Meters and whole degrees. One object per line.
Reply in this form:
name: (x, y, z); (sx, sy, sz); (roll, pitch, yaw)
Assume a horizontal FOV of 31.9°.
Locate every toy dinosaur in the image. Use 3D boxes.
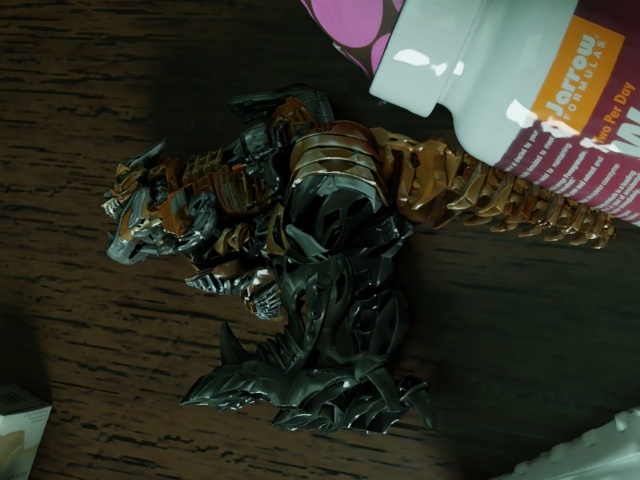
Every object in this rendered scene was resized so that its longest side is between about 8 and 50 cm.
toy dinosaur: (0.000, 0.000, 0.681); (0.322, 0.164, 0.219); (-11, 68, 45)

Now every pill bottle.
pill bottle: (0.145, -0.081, 0.581); (0.221, 0.121, 0.121); (22, 100, -1)

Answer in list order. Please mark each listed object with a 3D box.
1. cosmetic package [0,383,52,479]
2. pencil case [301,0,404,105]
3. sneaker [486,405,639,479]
cosmetic package: (-0.248, 0.169, 0.835); (0.041, 0.060, 0.115); (24, 101, 23)
pencil case: (0.006, -0.186, 0.678); (0.209, 0.095, 0.098); (51, 138, 1)
sneaker: (0.175, 0.141, 0.628); (0.305, 0.114, 0.152); (-1, 77, 19)
